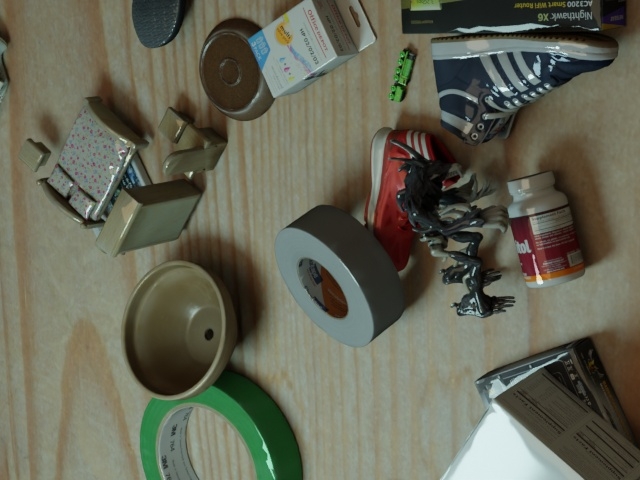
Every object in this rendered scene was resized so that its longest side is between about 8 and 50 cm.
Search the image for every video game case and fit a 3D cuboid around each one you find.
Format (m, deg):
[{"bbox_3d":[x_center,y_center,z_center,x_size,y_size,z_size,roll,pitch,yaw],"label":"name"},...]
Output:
[{"bbox_3d":[-0.378,-0.097,2.268,0.173,0.022,0.190,-30,83,39],"label":"video game case"}]

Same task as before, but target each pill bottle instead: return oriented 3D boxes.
[{"bbox_3d":[0.308,-0.016,1.728,0.086,0.086,0.152,-13,94,39],"label":"pill bottle"}]

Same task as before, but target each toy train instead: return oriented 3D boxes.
[{"bbox_3d":[0.121,-0.244,1.852,0.024,0.017,0.083,24,116,19],"label":"toy train"}]

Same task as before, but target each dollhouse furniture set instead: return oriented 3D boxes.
[{"bbox_3d":[-0.389,-0.149,2.138,0.355,0.174,0.303,41,117,19],"label":"dollhouse furniture set"}]

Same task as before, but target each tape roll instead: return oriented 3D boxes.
[{"bbox_3d":[0.028,0.055,1.910,0.219,0.072,0.219,40,151,27],"label":"tape roll"},{"bbox_3d":[-0.181,0.391,2.216,0.321,0.077,0.321,10,108,35],"label":"tape roll"}]

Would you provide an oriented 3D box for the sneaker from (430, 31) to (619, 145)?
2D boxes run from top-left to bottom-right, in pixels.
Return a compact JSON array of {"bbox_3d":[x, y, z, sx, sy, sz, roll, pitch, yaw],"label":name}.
[{"bbox_3d":[0.275,-0.204,1.693,0.282,0.099,0.153,7,104,41],"label":"sneaker"}]

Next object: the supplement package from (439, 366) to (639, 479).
[{"bbox_3d":[0.289,0.352,1.733,0.204,0.145,0.262,41,125,21],"label":"supplement package"}]

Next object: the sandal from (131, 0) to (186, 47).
[{"bbox_3d":[-0.254,-0.444,2.067,0.097,0.054,0.254,10,99,27],"label":"sandal"}]

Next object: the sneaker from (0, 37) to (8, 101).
[{"bbox_3d":[-0.662,-0.269,2.389,0.118,0.110,0.292,18,113,23],"label":"sneaker"}]

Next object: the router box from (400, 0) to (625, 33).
[{"bbox_3d":[0.250,-0.401,1.669,0.309,0.081,0.243,5,106,36],"label":"router box"}]

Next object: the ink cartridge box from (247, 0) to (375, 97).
[{"bbox_3d":[-0.015,-0.306,1.908,0.181,0.061,0.104,-28,85,38],"label":"ink cartridge box"}]

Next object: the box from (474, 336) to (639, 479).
[{"bbox_3d":[0.349,0.275,1.796,0.183,0.056,0.231,-27,86,40],"label":"box"}]

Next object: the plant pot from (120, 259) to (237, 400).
[{"bbox_3d":[-0.221,0.157,2.140,0.237,0.110,0.237,-7,78,35],"label":"plant pot"}]

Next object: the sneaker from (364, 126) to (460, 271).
[{"bbox_3d":[0.139,-0.055,1.847,0.128,0.087,0.221,6,107,37],"label":"sneaker"}]

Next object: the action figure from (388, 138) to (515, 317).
[{"bbox_3d":[0.192,-0.033,1.741,0.141,0.164,0.275,-21,121,11],"label":"action figure"}]

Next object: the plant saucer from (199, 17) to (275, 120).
[{"bbox_3d":[-0.140,-0.277,2.034,0.168,0.029,0.168,10,107,35],"label":"plant saucer"}]
